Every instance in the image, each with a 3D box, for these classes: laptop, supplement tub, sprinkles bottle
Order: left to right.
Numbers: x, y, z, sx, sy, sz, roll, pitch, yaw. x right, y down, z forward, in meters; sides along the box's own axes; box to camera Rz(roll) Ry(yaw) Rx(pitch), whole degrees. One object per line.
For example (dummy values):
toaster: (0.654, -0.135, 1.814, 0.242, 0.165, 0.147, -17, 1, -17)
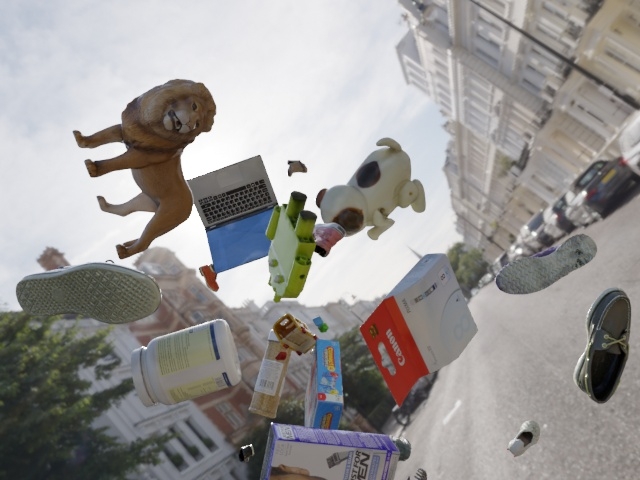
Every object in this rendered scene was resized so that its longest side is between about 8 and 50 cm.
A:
supplement tub: (-0.456, 0.424, 1.781, 0.325, 0.235, 0.235, -16, -23, -7)
laptop: (-0.382, -0.125, 2.402, 0.382, 0.408, 0.236, -19, 25, -2)
sprinkles bottle: (-0.204, 0.566, 2.210, 0.121, 0.121, 0.355, 81, -157, -69)

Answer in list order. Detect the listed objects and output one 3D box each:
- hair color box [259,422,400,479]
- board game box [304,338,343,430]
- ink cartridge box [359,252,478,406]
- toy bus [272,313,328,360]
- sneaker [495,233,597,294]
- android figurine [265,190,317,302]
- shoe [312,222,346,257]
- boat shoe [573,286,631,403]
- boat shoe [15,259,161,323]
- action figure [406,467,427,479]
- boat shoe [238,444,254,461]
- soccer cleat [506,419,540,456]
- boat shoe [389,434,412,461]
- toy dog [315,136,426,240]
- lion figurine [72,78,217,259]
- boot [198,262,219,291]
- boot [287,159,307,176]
hair color box: (0.021, 0.603, 1.360, 0.110, 0.339, 0.185, -153, 74, -77)
board game box: (0.006, 0.563, 1.814, 0.302, 0.086, 0.308, -91, 10, -60)
ink cartridge box: (0.311, 0.267, 1.570, 0.091, 0.308, 0.385, -5, 29, 48)
toy bus: (-0.086, 0.343, 1.902, 0.191, 0.104, 0.202, -10, -45, -30)
sneaker: (0.628, 0.088, 1.474, 0.293, 0.102, 0.146, -21, -16, -5)
android figurine: (-0.077, 0.026, 1.247, 0.056, 0.248, 0.273, 4, -54, -24)
shoe: (0.000, 0.000, 1.422, 0.081, 0.063, 0.178, -49, 15, -18)
boat shoe: (0.742, 0.273, 1.335, 0.091, 0.109, 0.305, -83, 0, -73)
boat shoe: (-0.678, 0.146, 1.556, 0.156, 0.500, 0.187, -31, -65, -66)
action figure: (0.340, 0.866, 1.760, 0.276, 0.141, 0.164, -9, 29, 32)
boat shoe: (-0.270, 0.753, 1.822, 0.042, 0.049, 0.133, -8, -29, -27)
soccer cleat: (0.679, 0.639, 1.693, 0.196, 0.068, 0.076, -17, -39, -45)
boat shoe: (0.323, 0.862, 2.118, 0.319, 0.099, 0.116, 68, -151, -65)
toy dog: (0.186, -0.167, 2.025, 0.408, 0.284, 0.395, -35, -28, -19)
lion figurine: (-0.314, -0.128, 1.000, 0.240, 0.142, 0.392, -20, -30, -22)
boot: (-0.551, 0.191, 2.653, 0.085, 0.158, 0.059, -23, 17, 19)
boot: (-0.096, -0.298, 2.170, 0.087, 0.118, 0.042, 14, -44, -21)
